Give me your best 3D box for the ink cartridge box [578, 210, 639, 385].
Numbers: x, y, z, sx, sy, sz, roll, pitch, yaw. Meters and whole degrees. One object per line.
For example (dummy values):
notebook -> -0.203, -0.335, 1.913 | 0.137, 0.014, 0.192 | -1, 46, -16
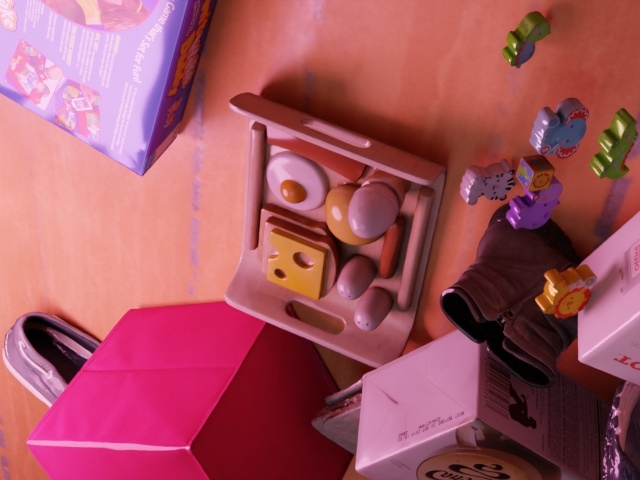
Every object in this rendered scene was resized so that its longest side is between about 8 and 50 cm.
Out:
ink cartridge box -> 0.377, 0.030, 0.976 | 0.207, 0.117, 0.283 | 22, 141, -14

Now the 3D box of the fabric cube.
fabric cube -> -0.143, 0.244, 1.442 | 0.258, 0.259, 0.254 | -7, 124, 35

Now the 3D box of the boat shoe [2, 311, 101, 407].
boat shoe -> -0.302, 0.211, 1.619 | 0.319, 0.116, 0.099 | 37, 143, 4

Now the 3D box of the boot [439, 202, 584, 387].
boot -> 0.233, 0.086, 1.121 | 0.246, 0.161, 0.083 | 34, 140, -1

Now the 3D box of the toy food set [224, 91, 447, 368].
toy food set -> 0.000, 0.000, 1.238 | 0.219, 0.092, 0.306 | 22, 138, 13

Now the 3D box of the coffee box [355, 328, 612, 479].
coffee box -> 0.202, 0.218, 1.203 | 0.297, 0.119, 0.168 | 33, 136, -28

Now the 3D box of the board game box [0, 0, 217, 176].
board game box -> -0.224, -0.250, 1.152 | 0.233, 0.078, 0.347 | 30, 139, 4

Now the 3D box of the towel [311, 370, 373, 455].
towel -> 0.144, 0.198, 1.329 | 0.282, 0.049, 0.187 | -25, 132, 37

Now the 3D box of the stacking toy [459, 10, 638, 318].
stacking toy -> 0.200, -0.065, 1.016 | 0.221, 0.052, 0.167 | 101, 150, -42

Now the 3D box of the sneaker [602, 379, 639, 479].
sneaker -> 0.342, 0.182, 1.083 | 0.122, 0.283, 0.110 | 10, 101, 29
